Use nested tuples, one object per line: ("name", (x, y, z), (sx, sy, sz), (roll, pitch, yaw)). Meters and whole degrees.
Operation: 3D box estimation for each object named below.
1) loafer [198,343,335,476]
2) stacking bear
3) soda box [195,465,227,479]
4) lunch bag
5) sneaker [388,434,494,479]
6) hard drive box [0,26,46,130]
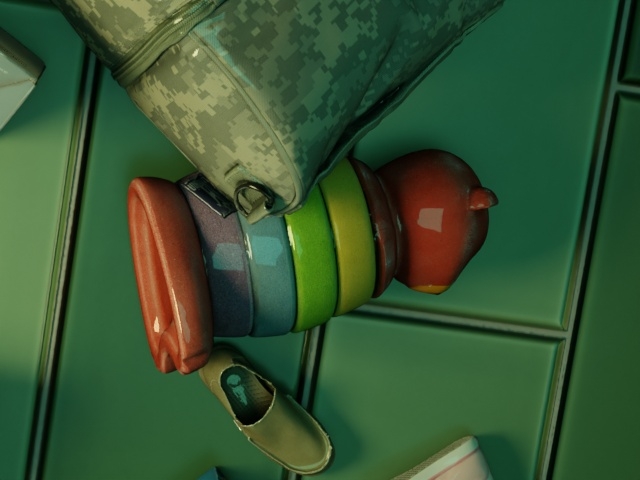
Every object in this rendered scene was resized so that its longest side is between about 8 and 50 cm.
("loafer", (-0.046, 0.151, 1.599), (0.148, 0.050, 0.056), (41, 92, -10))
("stacking bear", (0.000, 0.000, 1.535), (0.289, 0.175, 0.164), (-11, 89, -14))
("soda box", (-0.151, 0.287, 1.596), (0.210, 0.071, 0.067), (-37, 101, 0))
("lunch bag", (-0.023, -0.194, 1.435), (0.256, 0.212, 0.305), (48, 66, -6))
("sneaker", (0.093, 0.231, 1.627), (0.134, 0.051, 0.070), (-30, 95, -6))
("hard drive box", (-0.308, -0.150, 1.432), (0.181, 0.232, 0.089), (38, 93, -10))
